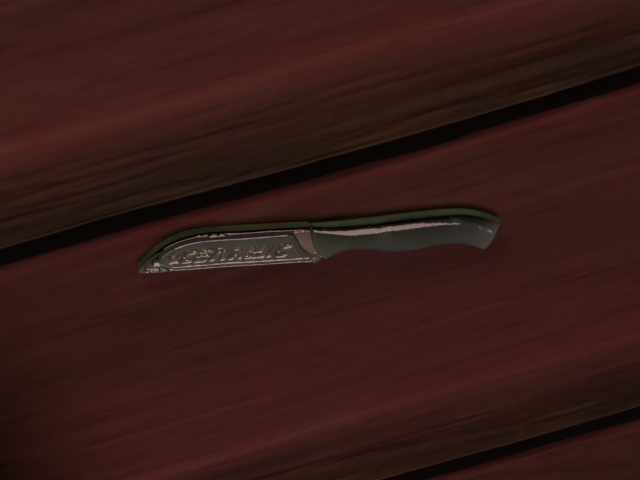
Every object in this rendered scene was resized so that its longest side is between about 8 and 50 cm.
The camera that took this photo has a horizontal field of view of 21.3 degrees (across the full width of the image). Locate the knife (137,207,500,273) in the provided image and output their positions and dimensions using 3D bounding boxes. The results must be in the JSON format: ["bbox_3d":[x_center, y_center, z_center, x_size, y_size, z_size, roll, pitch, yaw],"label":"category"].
[{"bbox_3d":[0.000,0.000,0.975,0.210,0.015,0.028,-4,130,-8],"label":"knife"}]
